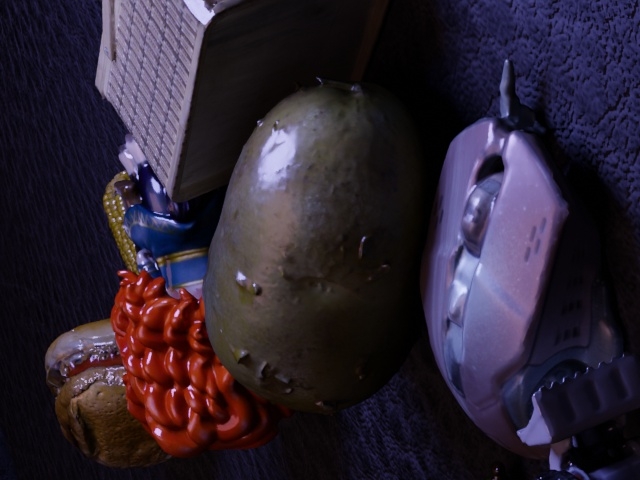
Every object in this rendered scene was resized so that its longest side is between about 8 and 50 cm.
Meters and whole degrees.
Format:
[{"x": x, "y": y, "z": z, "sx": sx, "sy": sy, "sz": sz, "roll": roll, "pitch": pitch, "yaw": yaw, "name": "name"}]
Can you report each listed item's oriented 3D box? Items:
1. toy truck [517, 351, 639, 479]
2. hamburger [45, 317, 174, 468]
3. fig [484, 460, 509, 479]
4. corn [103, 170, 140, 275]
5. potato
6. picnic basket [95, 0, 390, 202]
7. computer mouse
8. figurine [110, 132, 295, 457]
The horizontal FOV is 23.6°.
[{"x": 0.244, "y": 0.240, "z": 1.274, "sx": 0.111, "sy": 0.136, "sz": 0.286, "roll": -8, "pitch": 100, "yaw": 69, "name": "toy truck"}, {"x": -0.280, "y": 0.212, "z": 2.234, "sx": 0.244, "sy": 0.244, "sz": 0.163, "roll": 97, "pitch": 164, "yaw": -46, "name": "hamburger"}, {"x": 0.164, "y": 0.298, "z": 1.538, "sx": 0.117, "sy": 0.117, "sz": 0.177, "roll": 51, "pitch": 128, "yaw": 35, "name": "fig"}, {"x": -0.220, "y": 0.033, "z": 2.102, "sx": 0.293, "sy": 0.106, "sz": 0.106, "roll": 58, "pitch": 153, "yaw": 22, "name": "corn"}, {"x": 0.000, "y": 0.012, "z": 1.455, "sx": 0.359, "sy": 0.219, "sz": 0.270, "roll": 100, "pitch": 174, "yaw": -58, "name": "potato"}, {"x": -0.076, "y": -0.218, "z": 1.463, "sx": 0.175, "sy": 0.228, "sz": 0.313, "roll": 56, "pitch": 153, "yaw": 21, "name": "picnic basket"}, {"x": 0.157, "y": 0.036, "z": 1.317, "sx": 0.199, "sy": 0.115, "sz": 0.389, "roll": 31, "pitch": 137, "yaw": 49, "name": "computer mouse"}, {"x": -0.158, "y": 0.053, "z": 1.877, "sx": 0.412, "sy": 0.241, "sz": 0.306, "roll": 67, "pitch": 149, "yaw": 29, "name": "figurine"}]
